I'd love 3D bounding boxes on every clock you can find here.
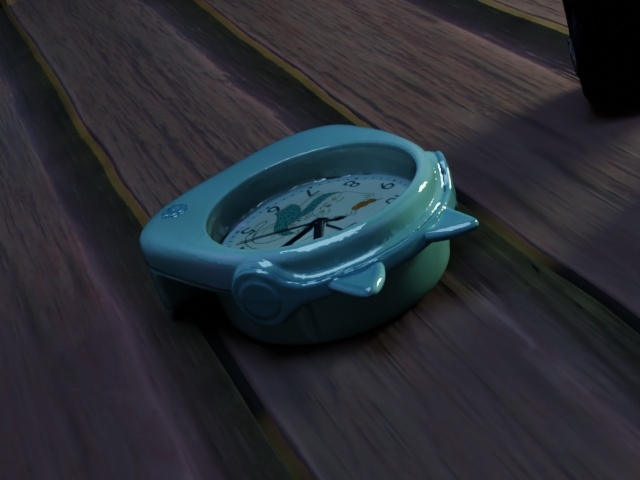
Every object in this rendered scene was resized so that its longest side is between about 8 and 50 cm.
[{"bbox_3d":[0.000,0.000,1.122,0.223,0.094,0.274,-31,29,-25],"label":"clock"}]

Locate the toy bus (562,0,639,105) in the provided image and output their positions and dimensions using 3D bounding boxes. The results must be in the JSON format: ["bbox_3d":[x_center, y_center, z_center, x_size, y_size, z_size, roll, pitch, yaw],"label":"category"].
[{"bbox_3d":[0.266,-0.276,1.257,0.127,0.303,0.147,-14,18,11],"label":"toy bus"}]
